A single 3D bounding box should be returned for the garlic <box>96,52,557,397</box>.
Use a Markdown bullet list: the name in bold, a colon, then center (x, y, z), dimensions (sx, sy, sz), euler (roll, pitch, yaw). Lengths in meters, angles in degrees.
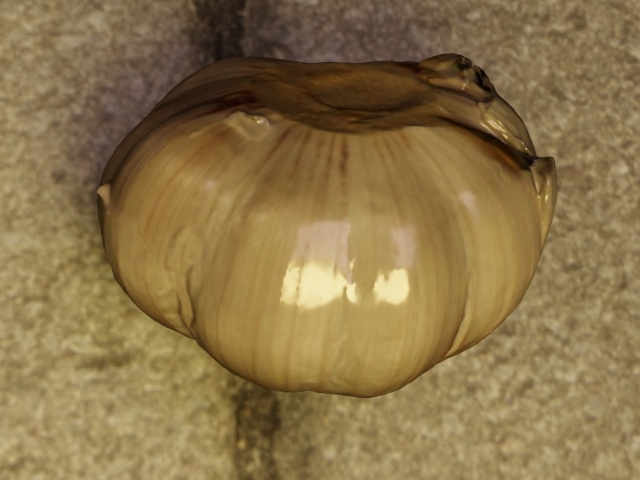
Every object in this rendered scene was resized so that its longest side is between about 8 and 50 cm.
- **garlic**: center (-0.001, -0.014, 1.326), dimensions (0.322, 0.322, 0.241), euler (-11, 96, -27)
